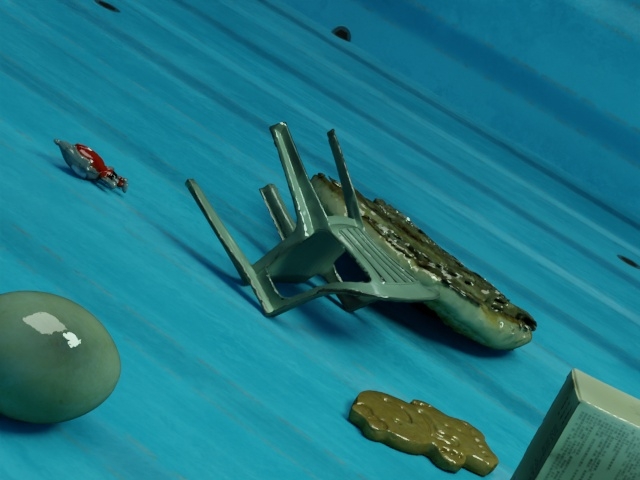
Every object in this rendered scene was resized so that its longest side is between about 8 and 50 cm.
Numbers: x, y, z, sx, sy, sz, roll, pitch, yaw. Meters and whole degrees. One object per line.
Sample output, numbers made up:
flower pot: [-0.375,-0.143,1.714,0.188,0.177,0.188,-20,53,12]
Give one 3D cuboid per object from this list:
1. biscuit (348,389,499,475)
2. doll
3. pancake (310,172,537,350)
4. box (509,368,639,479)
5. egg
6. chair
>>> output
biscuit: [0.114,0.209,1.807,0.184,0.027,0.133,24,18,-10]
doll: [-0.298,-0.097,2.087,0.114,0.039,0.057,32,43,-21]
pancake: [0.144,0.034,2.249,0.382,0.071,0.382,34,8,-5]
box: [0.270,0.258,1.559,0.168,0.212,0.095,27,15,-2]
egg: [-0.244,0.102,1.407,0.152,0.114,0.114,21,16,-34]
chair: [0.000,0.000,2.008,0.203,0.190,0.274,-3,62,-59]
